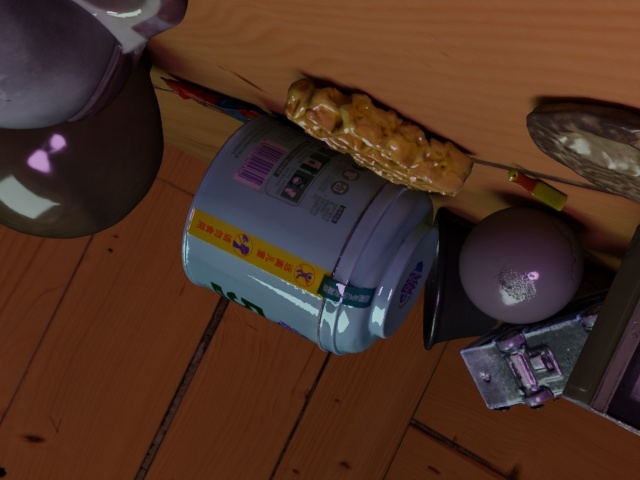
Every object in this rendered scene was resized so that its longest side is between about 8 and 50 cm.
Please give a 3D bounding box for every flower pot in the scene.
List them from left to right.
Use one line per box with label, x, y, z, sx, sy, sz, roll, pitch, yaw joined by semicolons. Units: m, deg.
flower pot;0.253;0.072;1.632;0.148;0.235;0.235;7;177;1

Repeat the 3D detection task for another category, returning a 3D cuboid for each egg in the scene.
egg;0.250;0.030;1.224;0.146;0.147;0.198;26;168;-11

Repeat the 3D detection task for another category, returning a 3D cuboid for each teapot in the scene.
teapot;-0.287;-0.229;0.893;0.312;0.233;0.314;19;154;-40

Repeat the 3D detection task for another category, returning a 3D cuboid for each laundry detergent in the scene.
laundry detergent;0.000;0.000;1.455;0.305;0.287;0.287;26;177;18

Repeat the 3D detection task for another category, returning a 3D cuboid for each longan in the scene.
longan;-0.380;-0.174;1.442;0.360;0.361;0.361;25;177;1

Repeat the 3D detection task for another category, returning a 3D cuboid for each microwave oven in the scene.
microwave oven;0.342;0.092;0.951;0.129;0.205;0.163;26;178;6

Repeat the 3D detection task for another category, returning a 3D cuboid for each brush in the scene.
brush;0.231;-0.058;1.068;0.083;0.019;0.021;25;-173;-27

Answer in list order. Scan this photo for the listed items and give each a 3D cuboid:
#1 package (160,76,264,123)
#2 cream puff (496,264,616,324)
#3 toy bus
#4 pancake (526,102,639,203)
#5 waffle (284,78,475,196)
package;-0.161;-0.217;1.562;0.200;0.022;0.083;23;177;30
cream puff;0.376;0.131;1.470;0.244;0.196;0.244;27;177;2
toy bus;0.328;0.130;1.250;0.297;0.131;0.106;-25;93;46
pancake;0.270;-0.049;0.784;0.235;0.029;0.212;26;178;-6
waffle;0.053;-0.121;1.125;0.210;0.055;0.160;28;177;-20
